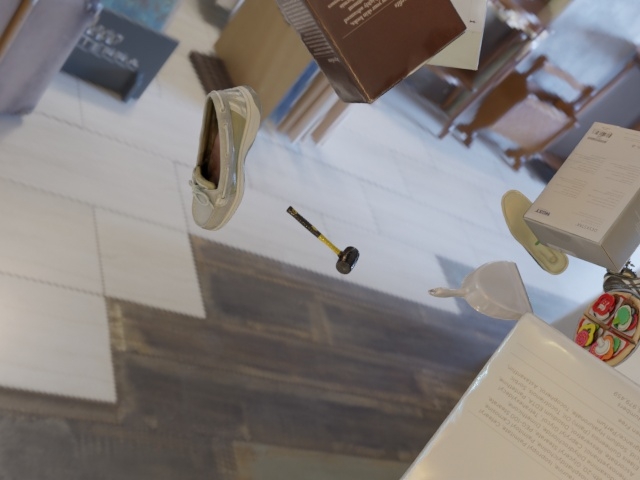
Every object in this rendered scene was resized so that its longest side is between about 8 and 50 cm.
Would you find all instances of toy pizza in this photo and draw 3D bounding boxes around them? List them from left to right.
[{"bbox_3d":[0.635,0.194,1.926,0.032,0.201,0.201,31,33,-24],"label":"toy pizza"}]

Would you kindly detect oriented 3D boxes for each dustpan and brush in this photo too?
[{"bbox_3d":[0.330,0.105,1.832,0.211,0.060,0.147,7,50,-23],"label":"dustpan and brush"}]

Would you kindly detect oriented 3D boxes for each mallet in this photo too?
[{"bbox_3d":[0.000,0.000,1.827,0.189,0.039,0.062,36,43,-14],"label":"mallet"}]

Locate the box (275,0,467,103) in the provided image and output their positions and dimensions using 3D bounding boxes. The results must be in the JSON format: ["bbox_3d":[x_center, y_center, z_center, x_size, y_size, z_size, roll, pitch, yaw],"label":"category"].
[{"bbox_3d":[0.022,-0.405,1.248,0.381,0.191,0.143,55,-9,-16],"label":"box"}]

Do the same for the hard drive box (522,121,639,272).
[{"bbox_3d":[0.501,-0.081,1.522,0.089,0.232,0.181,46,-11,-36],"label":"hard drive box"}]

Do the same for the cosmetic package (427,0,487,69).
[{"bbox_3d":[0.205,-0.507,1.799,0.284,0.097,0.377,8,45,10],"label":"cosmetic package"}]

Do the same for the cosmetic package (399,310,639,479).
[{"bbox_3d":[0.394,0.399,1.533,0.327,0.394,0.329,36,-4,24],"label":"cosmetic package"}]

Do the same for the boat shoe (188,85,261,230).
[{"bbox_3d":[-0.205,-0.154,1.687,0.103,0.320,0.118,-11,48,-38],"label":"boat shoe"}]

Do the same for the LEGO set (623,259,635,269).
[{"bbox_3d":[0.678,0.039,1.948,0.054,0.023,0.083,38,-25,61],"label":"LEGO set"}]

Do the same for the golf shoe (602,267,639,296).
[{"bbox_3d":[0.756,0.121,2.023,0.198,0.094,0.077,15,-7,37],"label":"golf shoe"}]

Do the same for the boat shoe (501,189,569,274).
[{"bbox_3d":[0.504,-0.020,2.078,0.233,0.084,0.079,54,9,-6],"label":"boat shoe"}]
